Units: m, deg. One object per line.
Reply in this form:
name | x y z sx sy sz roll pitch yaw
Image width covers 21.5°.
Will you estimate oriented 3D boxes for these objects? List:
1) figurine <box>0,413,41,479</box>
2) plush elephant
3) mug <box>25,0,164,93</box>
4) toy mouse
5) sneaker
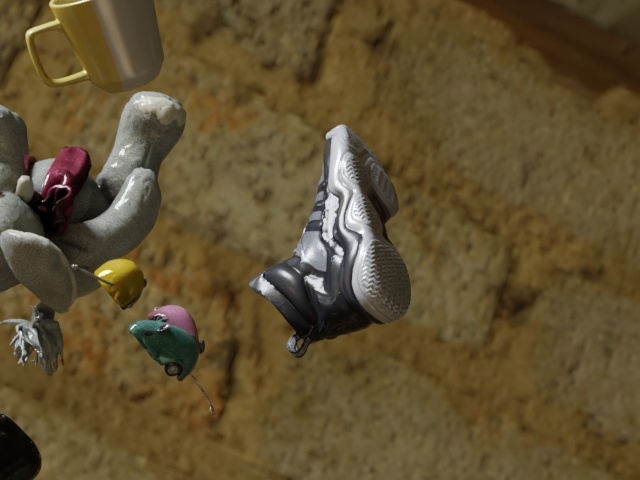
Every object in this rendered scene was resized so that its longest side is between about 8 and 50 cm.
figurine | -0.375 0.194 1.486 0.092 0.209 0.215 2 -51 41
plush elephant | -0.326 -0.031 1.805 0.272 0.330 0.255 6 -9 16
mug | -0.132 -0.124 1.029 0.078 0.062 0.064 -11 -67 19
toy mouse | -0.117 0.071 1.310 0.143 0.031 0.161 50 3 10
sneaker | 0.000 0.000 1.742 0.153 0.268 0.101 -30 -48 20
